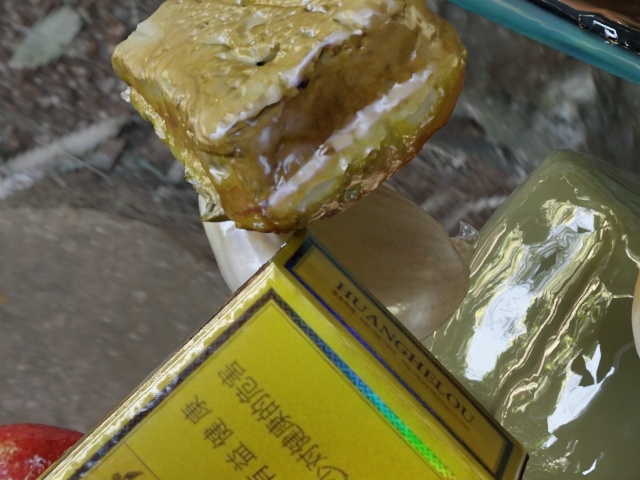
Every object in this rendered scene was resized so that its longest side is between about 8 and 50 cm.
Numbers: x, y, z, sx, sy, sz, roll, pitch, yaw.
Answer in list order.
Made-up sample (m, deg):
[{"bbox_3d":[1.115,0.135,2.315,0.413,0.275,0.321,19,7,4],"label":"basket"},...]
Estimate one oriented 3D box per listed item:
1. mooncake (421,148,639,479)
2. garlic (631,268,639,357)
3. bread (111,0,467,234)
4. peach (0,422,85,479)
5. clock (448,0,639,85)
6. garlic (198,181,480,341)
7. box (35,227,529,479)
[{"bbox_3d":[0.318,0.139,1.672,0.467,0.467,0.262,41,101,17],"label":"mooncake"},{"bbox_3d":[0.284,-0.015,0.917,0.286,0.313,0.249,-5,121,14],"label":"garlic"},{"bbox_3d":[-0.037,-0.117,1.246,0.185,0.380,0.109,-41,114,1],"label":"bread"},{"bbox_3d":[-0.243,0.229,1.619,0.267,0.154,0.158,-18,36,10],"label":"peach"},{"bbox_3d":[0.088,-0.161,0.597,0.116,0.262,0.231,-50,34,35],"label":"clock"},{"bbox_3d":[0.000,0.000,1.387,0.110,0.228,0.217,-47,27,33],"label":"garlic"},{"bbox_3d":[-0.053,0.164,1.144,0.193,0.084,0.301,46,110,-1],"label":"box"}]
